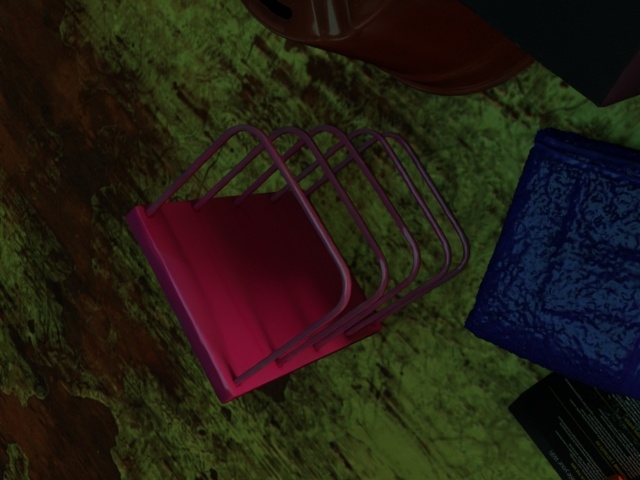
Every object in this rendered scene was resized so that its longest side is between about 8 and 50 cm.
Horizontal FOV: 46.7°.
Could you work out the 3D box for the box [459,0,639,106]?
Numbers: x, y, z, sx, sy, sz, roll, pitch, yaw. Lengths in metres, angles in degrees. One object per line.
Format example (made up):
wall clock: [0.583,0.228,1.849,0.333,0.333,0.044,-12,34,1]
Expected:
box: [0.254,-0.272,0.421,0.179,0.343,0.312,47,134,22]

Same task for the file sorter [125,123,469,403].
file sorter: [0.000,0.000,0.760,0.182,0.290,0.202,-37,77,30]

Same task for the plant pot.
plant pot: [0.070,-0.271,0.677,0.272,0.265,0.272,7,102,34]

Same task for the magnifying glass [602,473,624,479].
magnifying glass: [0.348,0.309,0.692,0.231,0.026,0.092,44,123,-1]

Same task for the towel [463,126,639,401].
towel: [0.300,0.035,0.655,0.308,0.076,0.228,21,93,30]

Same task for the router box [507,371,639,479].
router box: [0.294,0.200,0.735,0.133,0.046,0.179,-45,72,32]
